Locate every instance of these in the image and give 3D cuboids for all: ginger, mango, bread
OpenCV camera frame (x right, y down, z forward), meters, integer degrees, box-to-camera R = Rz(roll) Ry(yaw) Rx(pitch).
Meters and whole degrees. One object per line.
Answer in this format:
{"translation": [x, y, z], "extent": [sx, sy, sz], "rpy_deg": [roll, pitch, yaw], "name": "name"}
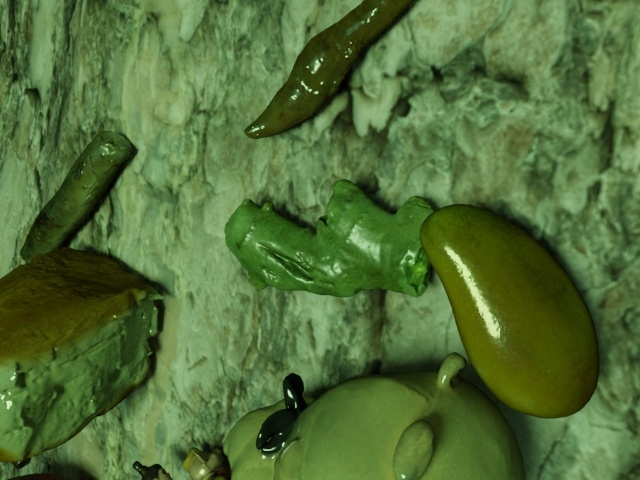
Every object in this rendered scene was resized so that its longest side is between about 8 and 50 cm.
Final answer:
{"translation": [0.005, 0.001, 0.525], "extent": [0.289, 0.089, 0.137], "rpy_deg": [-7, 110, 31], "name": "ginger"}
{"translation": [0.182, 0.061, 0.413], "extent": [0.228, 0.136, 0.099], "rpy_deg": [57, 152, 3], "name": "mango"}
{"translation": [-0.417, 0.164, 0.649], "extent": [0.250, 0.279, 0.225], "rpy_deg": [21, 117, 24], "name": "bread"}

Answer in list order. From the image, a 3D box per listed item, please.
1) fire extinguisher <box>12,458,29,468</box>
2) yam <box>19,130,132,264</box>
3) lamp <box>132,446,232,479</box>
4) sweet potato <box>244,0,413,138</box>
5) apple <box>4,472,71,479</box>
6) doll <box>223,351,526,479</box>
{"translation": [-0.695, 0.436, 0.936], "extent": [0.173, 0.035, 0.049], "rpy_deg": [30, 145, 21], "name": "fire extinguisher"}
{"translation": [-0.430, -0.064, 0.741], "extent": [0.067, 0.071, 0.317], "rpy_deg": [38, 114, -21], "name": "yam"}
{"translation": [-0.152, 0.380, 0.621], "extent": [0.253, 0.118, 0.118], "rpy_deg": [32, 107, 24], "name": "lamp"}
{"translation": [0.010, -0.214, 0.515], "extent": [0.274, 0.067, 0.067], "rpy_deg": [-38, 78, 22], "name": "sweet potato"}
{"translation": [-0.528, 0.577, 0.710], "extent": [0.269, 0.344, 0.345], "rpy_deg": [5, 96, 35], "name": "apple"}
{"translation": [0.029, 0.255, 0.459], "extent": [0.349, 0.247, 0.247], "rpy_deg": [-44, 75, 39], "name": "doll"}
